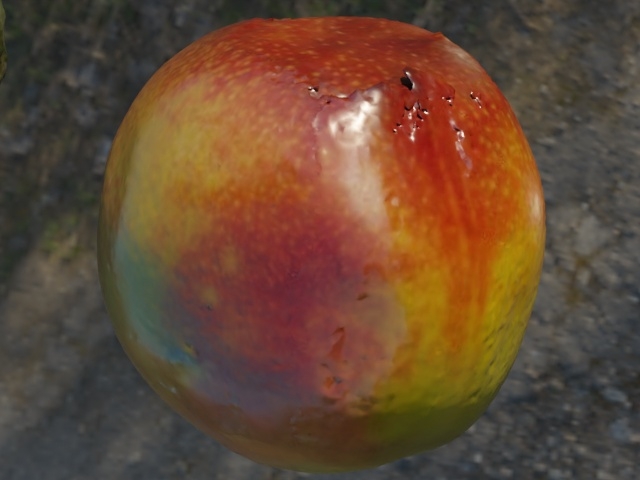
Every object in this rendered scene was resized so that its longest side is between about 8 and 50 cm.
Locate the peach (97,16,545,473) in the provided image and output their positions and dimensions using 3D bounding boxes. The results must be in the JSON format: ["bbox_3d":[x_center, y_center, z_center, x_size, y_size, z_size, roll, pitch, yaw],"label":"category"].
[{"bbox_3d":[0.000,0.000,0.834,0.231,0.231,0.231,-13,70,42],"label":"peach"}]

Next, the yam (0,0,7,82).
[{"bbox_3d":[-0.228,-0.100,0.555,0.195,0.300,0.195,0,90,7],"label":"yam"}]
